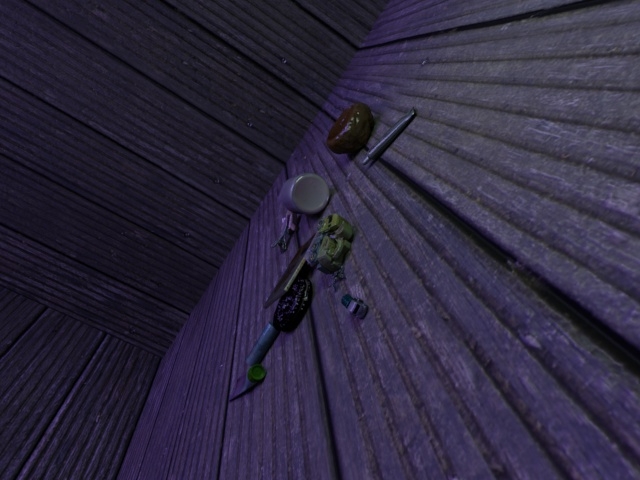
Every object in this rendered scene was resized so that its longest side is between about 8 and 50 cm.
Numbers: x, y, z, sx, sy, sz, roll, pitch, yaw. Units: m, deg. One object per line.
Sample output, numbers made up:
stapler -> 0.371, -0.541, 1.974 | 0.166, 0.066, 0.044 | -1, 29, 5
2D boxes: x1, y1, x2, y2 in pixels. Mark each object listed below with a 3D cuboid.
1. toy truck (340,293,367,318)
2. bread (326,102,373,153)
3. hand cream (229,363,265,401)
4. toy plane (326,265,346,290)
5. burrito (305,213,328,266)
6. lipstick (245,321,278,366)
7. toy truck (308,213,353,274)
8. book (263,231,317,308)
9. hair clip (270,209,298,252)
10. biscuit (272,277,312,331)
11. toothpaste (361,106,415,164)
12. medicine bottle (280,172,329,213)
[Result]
toy truck -> 0.078, 0.154, 1.076 | 0.039, 0.044, 0.083 | -62, 16, 1
bread -> 0.127, -0.445, 1.837 | 0.230, 0.123, 0.230 | -46, 21, 24
hand cream -> -0.255, 0.476, 1.520 | 0.079, 0.050, 0.275 | -40, -5, -39
toy plane -> 0.048, 0.103, 1.288 | 0.077, 0.024, 0.084 | -11, 48, 45
burrito -> 0.001, 0.000, 1.549 | 0.064, 0.064, 0.203 | -32, 30, 57
lipstick -> -0.196, 0.353, 1.533 | 0.158, 0.048, 0.048 | -59, 16, 5
toy truck -> 0.041, 0.005, 1.376 | 0.116, 0.085, 0.191 | -29, 36, 43
book -> -0.095, 0.100, 1.620 | 0.208, 0.020, 0.295 | -42, 14, 54
hair clip -> -0.153, -0.054, 2.082 | 0.159, 0.071, 0.219 | -26, 43, 53
biscuit -> -0.091, 0.206, 1.470 | 0.194, 0.053, 0.194 | -52, 19, 26
toothpaste -> 0.226, -0.345, 1.519 | 0.255, 0.037, 0.067 | -46, 15, 31
medicine bottle -> -0.078, -0.194, 1.920 | 0.170, 0.170, 0.293 | -61, 16, -6
